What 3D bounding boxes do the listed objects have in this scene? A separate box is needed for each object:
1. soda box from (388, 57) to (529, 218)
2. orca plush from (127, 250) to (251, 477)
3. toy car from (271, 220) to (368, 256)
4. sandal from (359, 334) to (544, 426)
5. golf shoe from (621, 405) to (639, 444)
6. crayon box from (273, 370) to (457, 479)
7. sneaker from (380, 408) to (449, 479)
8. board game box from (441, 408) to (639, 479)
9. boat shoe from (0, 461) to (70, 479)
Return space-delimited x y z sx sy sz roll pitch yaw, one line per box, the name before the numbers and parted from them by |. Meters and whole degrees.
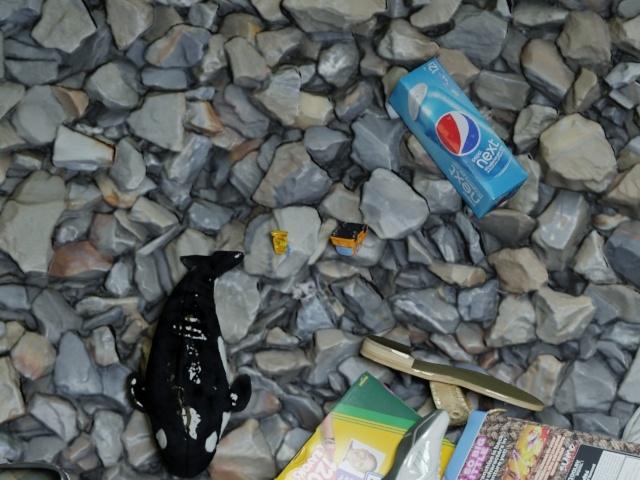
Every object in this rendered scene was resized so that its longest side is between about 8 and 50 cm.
soda box | 0.184 -0.139 1.898 0.067 0.071 0.210 -33 79 -21
orca plush | -0.143 0.136 1.711 0.151 0.102 0.287 20 67 -3
toy car | 0.000 0.000 1.839 0.122 0.060 0.041 1 113 7
sandal | 0.156 0.197 1.775 0.240 0.088 0.079 21 98 5
golf shoe | 0.416 0.287 1.744 0.115 0.140 0.306 37 66 6
crayon box | 0.027 0.316 1.686 0.165 0.081 0.278 39 67 5
sneaker | 0.116 0.269 1.655 0.061 0.053 0.152 37 69 -13
board game box | 0.265 0.342 1.583 0.141 0.291 0.232 38 71 -33
boat shoe | -0.400 0.294 1.613 0.228 0.076 0.080 -3 70 -12
